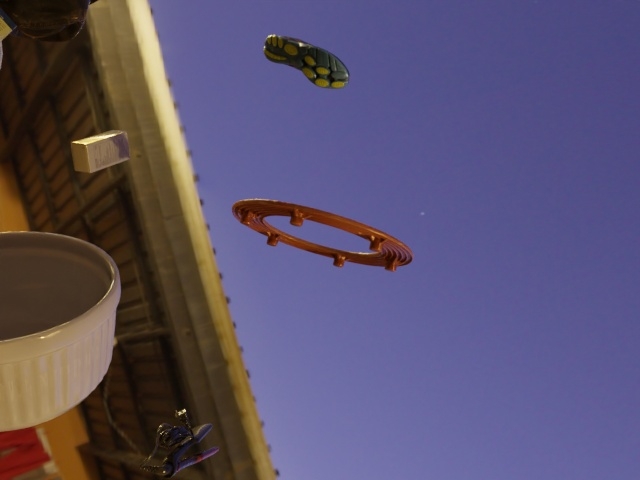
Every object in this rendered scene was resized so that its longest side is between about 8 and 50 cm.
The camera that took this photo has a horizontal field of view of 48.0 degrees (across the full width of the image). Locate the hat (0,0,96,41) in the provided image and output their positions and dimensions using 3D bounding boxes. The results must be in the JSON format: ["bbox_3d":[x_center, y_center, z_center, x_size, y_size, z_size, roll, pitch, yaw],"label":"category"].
[{"bbox_3d":[-0.547,-0.469,1.426,0.331,0.332,0.133,-16,-100,55],"label":"hat"}]

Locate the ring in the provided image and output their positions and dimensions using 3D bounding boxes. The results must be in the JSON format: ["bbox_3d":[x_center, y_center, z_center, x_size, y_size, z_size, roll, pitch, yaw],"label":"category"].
[{"bbox_3d":[0.000,0.000,1.291,0.337,0.337,0.032,-3,-112,55],"label":"ring"}]

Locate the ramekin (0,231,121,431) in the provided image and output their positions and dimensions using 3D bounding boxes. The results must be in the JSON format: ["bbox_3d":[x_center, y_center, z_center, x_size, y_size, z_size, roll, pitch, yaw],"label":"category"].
[{"bbox_3d":[-0.292,0.083,0.673,0.207,0.207,0.108,34,-51,44],"label":"ramekin"}]

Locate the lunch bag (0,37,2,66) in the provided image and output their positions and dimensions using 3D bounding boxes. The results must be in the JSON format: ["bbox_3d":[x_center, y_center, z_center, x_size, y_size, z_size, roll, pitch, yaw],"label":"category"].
[{"bbox_3d":[-0.287,-0.133,0.278,0.115,0.243,0.303,7,-46,41],"label":"lunch bag"}]

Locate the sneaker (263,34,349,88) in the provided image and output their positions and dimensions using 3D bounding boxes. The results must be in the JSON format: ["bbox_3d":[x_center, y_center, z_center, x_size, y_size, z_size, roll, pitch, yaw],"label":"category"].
[{"bbox_3d":[-0.018,-0.337,1.332,0.188,0.078,0.067,31,-58,27],"label":"sneaker"}]

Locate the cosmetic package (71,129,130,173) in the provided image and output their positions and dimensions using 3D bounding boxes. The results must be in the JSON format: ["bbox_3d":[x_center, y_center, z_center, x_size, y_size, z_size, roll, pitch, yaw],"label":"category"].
[{"bbox_3d":[-0.429,-0.175,1.408,0.041,0.115,0.060,10,-67,25],"label":"cosmetic package"}]

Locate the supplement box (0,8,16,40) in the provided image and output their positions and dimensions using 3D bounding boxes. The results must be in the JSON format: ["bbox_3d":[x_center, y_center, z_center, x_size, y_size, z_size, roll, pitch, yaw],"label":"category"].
[{"bbox_3d":[-0.426,-0.256,0.844,0.056,0.083,0.083,15,-28,43],"label":"supplement box"}]

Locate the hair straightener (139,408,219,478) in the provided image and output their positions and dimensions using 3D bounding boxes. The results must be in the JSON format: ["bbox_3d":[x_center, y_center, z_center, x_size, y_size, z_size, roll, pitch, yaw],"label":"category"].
[{"bbox_3d":[-0.221,0.307,1.102,0.047,0.230,0.089,-19,-99,12],"label":"hair straightener"}]
